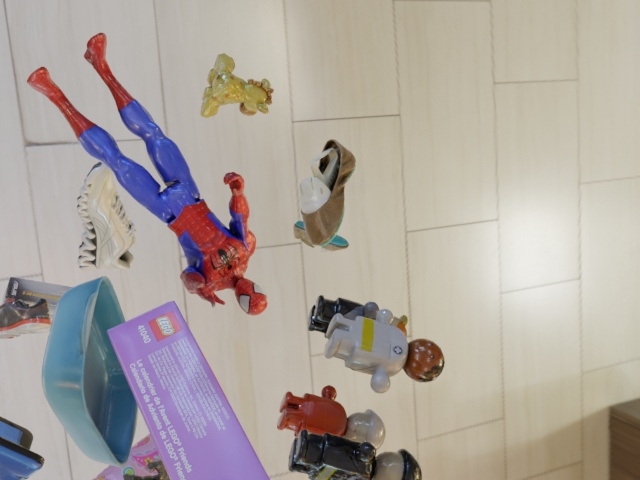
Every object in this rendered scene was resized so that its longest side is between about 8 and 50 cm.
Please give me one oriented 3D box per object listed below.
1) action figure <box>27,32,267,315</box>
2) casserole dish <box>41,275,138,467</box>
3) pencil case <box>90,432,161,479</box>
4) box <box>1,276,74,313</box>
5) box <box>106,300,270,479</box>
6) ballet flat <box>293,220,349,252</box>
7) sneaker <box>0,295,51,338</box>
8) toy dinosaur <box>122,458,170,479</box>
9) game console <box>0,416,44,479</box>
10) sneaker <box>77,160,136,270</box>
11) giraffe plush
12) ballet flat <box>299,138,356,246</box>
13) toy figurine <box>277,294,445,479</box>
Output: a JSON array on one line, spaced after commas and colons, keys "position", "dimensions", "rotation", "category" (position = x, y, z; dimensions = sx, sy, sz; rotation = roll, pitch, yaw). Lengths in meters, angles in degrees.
[{"position": [-0.124, -0.045, 0.522], "dimensions": [0.091, 0.139, 0.280], "rotation": [-40, 103, -19], "category": "action figure"}, {"position": [-0.183, 0.111, 0.505], "dimensions": [0.036, 0.114, 0.188], "rotation": [-1, 141, -5], "category": "casserole dish"}, {"position": [-0.368, 0.494, 1.345], "dimensions": [0.284, 0.124, 0.124], "rotation": [-27, 110, -59], "category": "pencil case"}, {"position": [-0.716, 0.156, 1.597], "dimensions": [0.183, 0.231, 0.056], "rotation": [14, 70, -27], "category": "box"}, {"position": [-0.056, 0.212, 0.450], "dimensions": [0.057, 0.293, 0.201], "rotation": [-25, 145, -18], "category": "box"}, {"position": [0.000, 0.000, 2.025], "dimensions": [0.073, 0.206, 0.067], "rotation": [-29, 137, -51], "category": "ballet flat"}, {"position": [-0.525, 0.129, 1.047], "dimensions": [0.157, 0.061, 0.065], "rotation": [-7, 75, 7], "category": "sneaker"}, {"position": [-0.306, 0.492, 1.168], "dimensions": [0.160, 0.120, 0.314], "rotation": [48, 59, -48], "category": "toy dinosaur"}, {"position": [-0.747, 0.395, 1.351], "dimensions": [0.293, 0.173, 0.250], "rotation": [36, 128, -23], "category": "game console"}, {"position": [-0.457, -0.046, 1.345], "dimensions": [0.118, 0.110, 0.292], "rotation": [13, 132, -4], "category": "sneaker"}, {"position": [-0.224, -0.417, 1.737], "dimensions": [0.170, 0.210, 0.182], "rotation": [16, 80, -23], "category": "giraffe plush"}, {"position": [0.009, -0.139, 1.570], "dimensions": [0.124, 0.116, 0.343], "rotation": [52, 40, -31], "category": "ballet flat"}, {"position": [0.050, 0.180, 0.741], "dimensions": [0.148, 0.213, 0.210], "rotation": [18, 88, -10], "category": "toy figurine"}]
